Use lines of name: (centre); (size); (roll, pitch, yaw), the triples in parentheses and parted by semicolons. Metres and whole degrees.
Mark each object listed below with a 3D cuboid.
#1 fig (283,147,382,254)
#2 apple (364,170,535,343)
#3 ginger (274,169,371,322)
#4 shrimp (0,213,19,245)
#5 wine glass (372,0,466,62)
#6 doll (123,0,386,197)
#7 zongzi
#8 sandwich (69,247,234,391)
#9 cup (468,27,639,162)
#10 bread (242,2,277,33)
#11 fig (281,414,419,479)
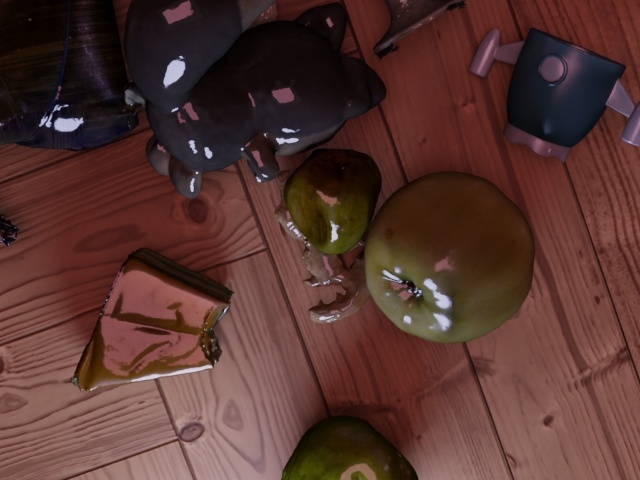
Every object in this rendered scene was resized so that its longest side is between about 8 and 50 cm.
fig: (0.018, -0.060, 1.794); (0.144, 0.154, 0.165); (-1, 91, 33)
apple: (0.199, 0.027, 1.780); (0.262, 0.262, 0.262); (0, 96, 1)
ginger: (0.015, -0.003, 1.881); (0.149, 0.065, 0.258); (-20, 87, -9)
shrimp: (-0.624, -0.116, 1.799); (0.365, 0.233, 0.071); (34, 65, -1)
wine glass: (0.071, -0.466, 1.767); (0.190, 0.190, 0.357); (-29, 99, 4)
doll: (-0.084, -0.246, 1.705); (0.382, 0.378, 0.252); (-29, 73, -14)
zongzi: (-0.489, -0.319, 1.692); (0.208, 0.432, 0.403); (-7, 93, 46)
sandwich: (-0.254, 0.157, 1.850); (0.198, 0.155, 0.227); (26, 96, -2)
cup: (0.364, -0.220, 1.804); (0.300, 0.167, 0.173); (28, 107, 24)
bread: (-0.170, -0.430, 1.843); (0.182, 0.039, 0.251); (-11, 97, 1)
fig: (0.004, 0.412, 1.851); (0.314, 0.233, 0.233); (-27, 95, 13)
